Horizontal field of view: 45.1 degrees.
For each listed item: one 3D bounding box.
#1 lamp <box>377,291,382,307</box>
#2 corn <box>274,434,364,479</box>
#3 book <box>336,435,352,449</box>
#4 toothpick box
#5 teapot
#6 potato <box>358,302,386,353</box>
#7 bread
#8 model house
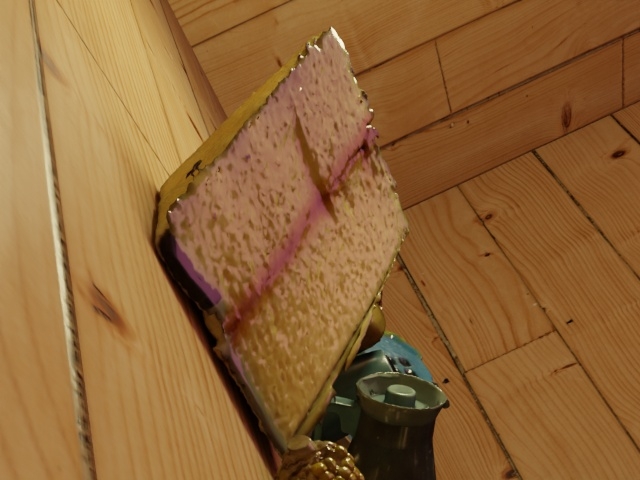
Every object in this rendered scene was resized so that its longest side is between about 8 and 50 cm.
[{"bbox_3d":[0.045,0.187,2.231,0.305,0.239,0.305,-33,129,-54],"label":"lamp"},{"bbox_3d":[0.037,0.356,0.862,0.097,0.097,0.320,-114,-178,-74],"label":"corn"},{"bbox_3d":[0.070,0.354,1.536,0.262,0.028,0.374,47,7,4],"label":"book"},{"bbox_3d":[0.047,0.261,1.295,0.120,0.184,0.120,-25,90,-89],"label":"toothpick box"},{"bbox_3d":[0.089,0.321,1.146,0.171,0.203,0.225,-67,165,-80],"label":"teapot"},{"bbox_3d":[0.043,0.133,1.303,0.137,0.137,0.176,65,-20,7],"label":"potato"},{"bbox_3d":[-0.011,-0.015,0.957,0.346,0.405,0.242,52,-6,-19],"label":"bread"},{"bbox_3d":[0.168,0.396,2.082,0.303,0.215,0.237,-109,-147,-64],"label":"model house"}]
